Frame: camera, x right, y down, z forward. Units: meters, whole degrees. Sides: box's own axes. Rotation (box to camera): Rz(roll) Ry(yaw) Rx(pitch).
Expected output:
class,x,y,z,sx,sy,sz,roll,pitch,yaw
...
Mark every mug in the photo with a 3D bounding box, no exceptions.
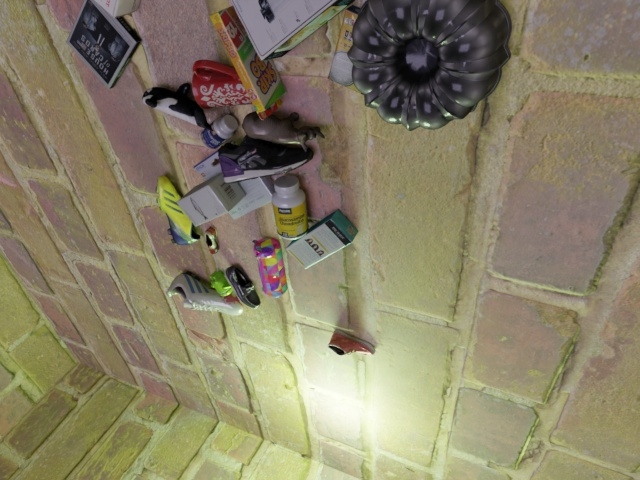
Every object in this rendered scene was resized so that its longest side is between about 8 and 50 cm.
class,x,y,z,sx,sy,sz,roll,pitch,yaw
mug,-0.244,-0.405,1.150,0.169,0.150,0.113,6,104,20

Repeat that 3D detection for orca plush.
class,x,y,z,sx,sy,sz,roll,pitch,yaw
orca plush,-0.409,-0.408,1.261,0.287,0.151,0.102,31,104,44

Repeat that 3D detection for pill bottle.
class,x,y,z,sx,sy,sz,roll,pitch,yaw
pill bottle,-0.094,-0.101,1.346,0.103,0.103,0.184,12,131,22
pill bottle,-0.300,-0.323,1.303,0.120,0.067,0.067,-22,114,41

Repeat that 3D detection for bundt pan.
class,x,y,z,sx,sy,sz,roll,pitch,yaw
bundt pan,0.199,-0.366,0.873,0.330,0.124,0.331,16,132,18

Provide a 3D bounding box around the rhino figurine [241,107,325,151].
class,x,y,z,sx,sy,sz,roll,pitch,yaw
rhino figurine,-0.100,-0.298,1.179,0.243,0.106,0.073,18,134,16

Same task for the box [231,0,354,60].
class,x,y,z,sx,sy,sz,roll,pitch,yaw
box,-0.051,-0.537,0.938,0.290,0.087,0.169,-20,103,40

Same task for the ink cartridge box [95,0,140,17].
class,x,y,z,sx,sy,sz,roll,pitch,yaw
ink cartridge box,-0.560,-0.708,1.108,0.218,0.092,0.158,40,136,-8

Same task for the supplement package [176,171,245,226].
class,x,y,z,sx,sy,sz,roll,pitch,yaw
supplement package,-0.349,-0.133,1.400,0.179,0.105,0.105,-18,116,39

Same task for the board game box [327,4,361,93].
class,x,y,z,sx,sy,sz,roll,pitch,yaw
board game box,0.150,-0.399,0.992,0.243,0.042,0.165,27,136,8

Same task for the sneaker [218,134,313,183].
class,x,y,z,sx,sy,sz,roll,pitch,yaw
sneaker,-0.165,-0.247,1.245,0.283,0.107,0.124,-9,109,16

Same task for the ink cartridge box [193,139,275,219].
class,x,y,z,sx,sy,sz,roll,pitch,yaw
ink cartridge box,-0.270,-0.194,1.412,0.223,0.045,0.224,-19,115,39

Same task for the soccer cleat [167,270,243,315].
class,x,y,z,sx,sy,sz,roll,pitch,yaw
soccer cleat,-0.493,0.257,1.860,0.331,0.143,0.116,25,135,9

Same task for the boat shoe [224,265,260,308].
class,x,y,z,sx,sy,sz,roll,pitch,yaw
boat shoe,-0.298,0.187,1.736,0.065,0.075,0.206,-21,110,44

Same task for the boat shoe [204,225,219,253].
class,x,y,z,sx,sy,sz,roll,pitch,yaw
boat shoe,-0.417,0.006,1.673,0.049,0.043,0.137,21,136,11

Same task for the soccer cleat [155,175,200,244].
class,x,y,z,sx,sy,sz,roll,pitch,yaw
soccer cleat,-0.521,-0.112,1.620,0.121,0.093,0.289,-9,123,-1

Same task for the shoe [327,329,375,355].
class,x,y,z,sx,sy,sz,roll,pitch,yaw
shoe,0.117,0.415,1.682,0.178,0.081,0.063,24,135,11

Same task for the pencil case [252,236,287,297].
class,x,y,z,sx,sy,sz,roll,pitch,yaw
pencil case,-0.180,0.098,1.574,0.104,0.104,0.236,11,132,23

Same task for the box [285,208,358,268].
class,x,y,z,sx,sy,sz,roll,pitch,yaw
box,0.000,0.000,1.409,0.100,0.060,0.244,47,135,-12

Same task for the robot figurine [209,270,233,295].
class,x,y,z,sx,sy,sz,roll,pitch,yaw
robot figurine,-0.402,0.178,1.794,0.101,0.067,0.115,-2,127,44

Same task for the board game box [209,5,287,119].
class,x,y,z,sx,sy,sz,roll,pitch,yaw
board game box,-0.165,-0.440,1.083,0.039,0.124,0.259,-4,125,32

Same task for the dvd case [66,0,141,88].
class,x,y,z,sx,sy,sz,roll,pitch,yaw
dvd case,-0.647,-0.592,1.304,0.238,0.029,0.179,-27,110,42
